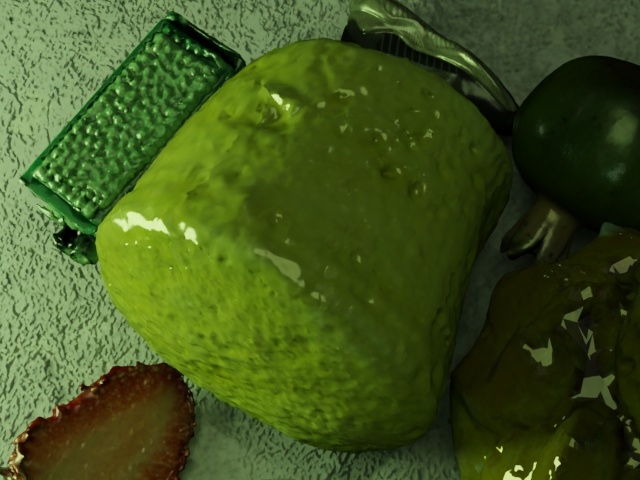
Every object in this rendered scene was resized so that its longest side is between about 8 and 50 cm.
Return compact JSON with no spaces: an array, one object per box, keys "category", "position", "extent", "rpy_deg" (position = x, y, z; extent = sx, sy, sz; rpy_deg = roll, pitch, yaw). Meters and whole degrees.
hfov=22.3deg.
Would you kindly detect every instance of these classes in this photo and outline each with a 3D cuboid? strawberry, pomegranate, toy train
[{"category":"strawberry","position":[-0.203,0.220,1.550],"extent":[0.208,0.087,0.167],"rpy_deg":[-32,89,-33]},{"category":"pomegranate","position":[0.256,-0.065,1.561],"extent":[0.187,0.187,0.225],"rpy_deg":[36,90,17]},{"category":"toy train","position":[-0.167,-0.093,1.617],"extent":[0.115,0.154,0.269],"rpy_deg":[37,76,15]}]

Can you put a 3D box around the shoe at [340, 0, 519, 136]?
[{"category":"shoe","position":[0.097,-0.157,1.653],"extent":[0.227,0.099,0.112],"rpy_deg":[40,85,22]}]

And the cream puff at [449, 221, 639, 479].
[{"category":"cream puff","position":[0.291,0.148,1.418],"extent":[0.378,0.275,0.378],"rpy_deg":[-2,71,6]}]

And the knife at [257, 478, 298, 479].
[{"category":"knife","position":[-0.024,0.255,1.542],"extent":[0.244,0.032,0.058],"rpy_deg":[2,72,11]}]

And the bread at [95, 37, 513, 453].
[{"category":"bread","position":[0.000,0.000,1.472],"extent":[0.348,0.348,0.307],"rpy_deg":[27,69,15]}]
